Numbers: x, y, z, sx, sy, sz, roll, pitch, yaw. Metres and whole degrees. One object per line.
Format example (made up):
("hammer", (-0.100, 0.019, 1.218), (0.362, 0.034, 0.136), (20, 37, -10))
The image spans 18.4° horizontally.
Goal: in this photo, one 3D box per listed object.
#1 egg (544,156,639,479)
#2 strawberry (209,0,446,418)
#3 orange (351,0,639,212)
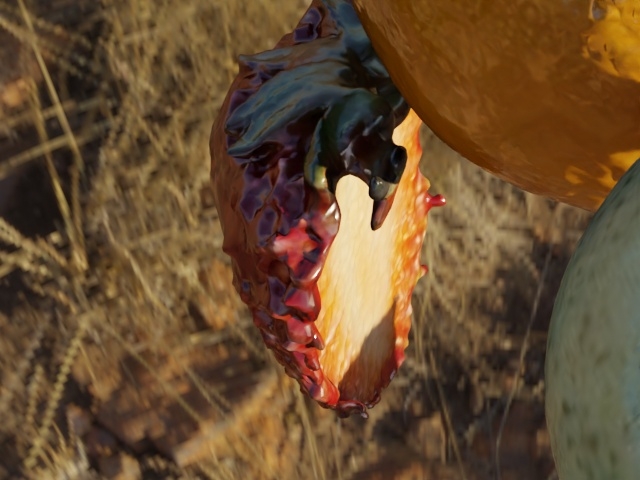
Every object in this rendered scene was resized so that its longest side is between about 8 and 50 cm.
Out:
("egg", (0.126, 0.037, 0.495), (0.141, 0.141, 0.182), (18, 47, 11))
("strawberry", (-0.005, -0.003, 0.801), (0.087, 0.208, 0.167), (15, 43, 9))
("orange", (0.128, -0.133, 0.658), (0.261, 0.261, 0.261), (-1, 66, 3))
